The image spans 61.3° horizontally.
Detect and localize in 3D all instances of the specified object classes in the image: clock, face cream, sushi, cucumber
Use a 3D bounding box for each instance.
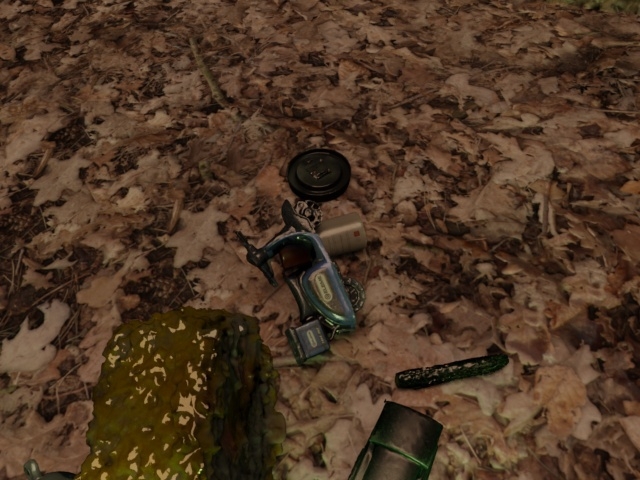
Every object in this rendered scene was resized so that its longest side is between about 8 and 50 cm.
[{"bbox_3d":[-0.004,-0.185,1.529,0.185,0.040,0.184,-1,53,2],"label":"clock"},{"bbox_3d":[0.000,0.000,1.353,0.214,0.095,0.095,-15,53,-8],"label":"face cream"},{"bbox_3d":[-0.221,0.317,0.975,0.240,0.351,0.396,-11,56,14],"label":"sushi"},{"bbox_3d":[0.286,0.280,1.158,0.257,0.043,0.044,-10,58,-5],"label":"cucumber"}]

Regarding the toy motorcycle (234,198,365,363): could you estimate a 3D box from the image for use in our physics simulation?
[{"bbox_3d":[-0.041,0.077,1.219,0.213,0.125,0.358,-21,79,-17],"label":"toy motorcycle"}]

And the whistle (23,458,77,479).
[{"bbox_3d":[-0.464,0.526,0.963,0.164,0.163,0.289,-24,86,-15],"label":"whistle"}]

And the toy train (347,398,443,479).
[{"bbox_3d":[0.111,0.441,0.961,0.139,0.178,0.330,21,55,17],"label":"toy train"}]
